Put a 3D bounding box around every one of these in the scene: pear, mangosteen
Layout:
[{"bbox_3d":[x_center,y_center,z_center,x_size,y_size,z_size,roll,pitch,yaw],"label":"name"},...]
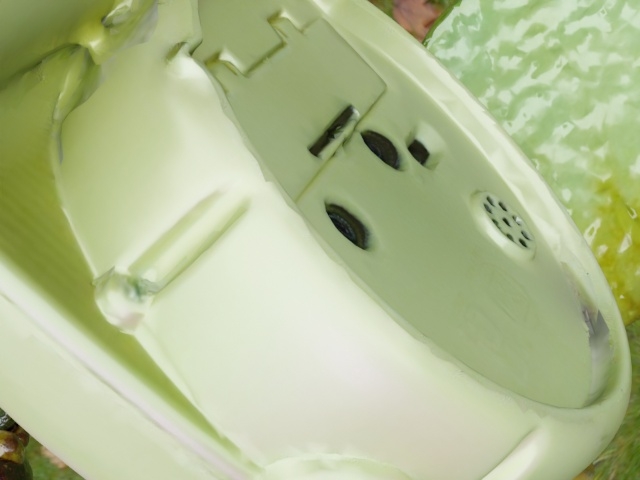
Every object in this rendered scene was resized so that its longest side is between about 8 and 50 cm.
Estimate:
[{"bbox_3d":[0.131,-0.061,0.716,0.288,0.239,0.139,-30,31,-1],"label":"pear"},{"bbox_3d":[-0.327,0.215,1.142,0.140,0.140,0.140,-2,83,17],"label":"mangosteen"}]

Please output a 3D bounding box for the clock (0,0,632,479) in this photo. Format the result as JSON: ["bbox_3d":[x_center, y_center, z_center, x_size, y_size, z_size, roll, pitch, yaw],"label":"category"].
[{"bbox_3d":[0.000,0.000,0.475,0.348,0.286,0.117,45,116,-5],"label":"clock"}]
